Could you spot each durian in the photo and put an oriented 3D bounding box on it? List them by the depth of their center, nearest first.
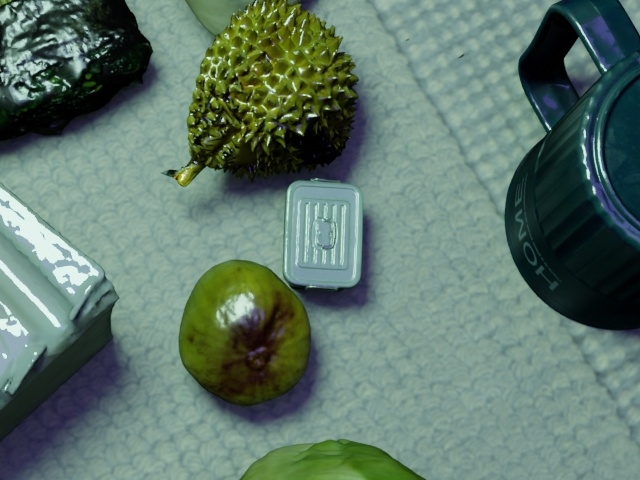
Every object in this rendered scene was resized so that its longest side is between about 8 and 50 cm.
[{"bbox_3d":[-0.048,-0.132,1.445,0.138,0.193,0.237,32,77,21],"label":"durian"}]

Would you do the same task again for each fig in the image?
[{"bbox_3d":[-0.078,0.094,1.430,0.136,0.121,0.153,-1,80,-9],"label":"fig"}]

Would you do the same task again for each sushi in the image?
[{"bbox_3d":[-0.294,-0.188,1.476,0.225,0.124,0.127,-25,80,-10],"label":"sushi"}]

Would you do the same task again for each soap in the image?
[{"bbox_3d":[-0.463,0.040,1.367,0.435,0.213,0.350,42,81,5],"label":"soap"}]

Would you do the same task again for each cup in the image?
[{"bbox_3d":[0.336,-0.080,1.415,0.242,0.292,0.308,3,78,-4],"label":"cup"}]

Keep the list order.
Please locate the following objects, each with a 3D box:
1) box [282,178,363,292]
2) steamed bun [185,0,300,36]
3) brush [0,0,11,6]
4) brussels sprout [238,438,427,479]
[{"bbox_3d":[0.000,0.000,1.485,0.084,0.069,0.122,4,77,-5],"label":"box"},{"bbox_3d":[-0.080,-0.355,1.500,0.155,0.200,0.250,26,72,26],"label":"steamed bun"},{"bbox_3d":[-0.361,-0.263,1.512,0.297,0.068,0.060,-33,120,-9],"label":"brush"},{"bbox_3d":[0.015,0.336,1.281,0.281,0.355,0.289,-11,118,0],"label":"brussels sprout"}]
